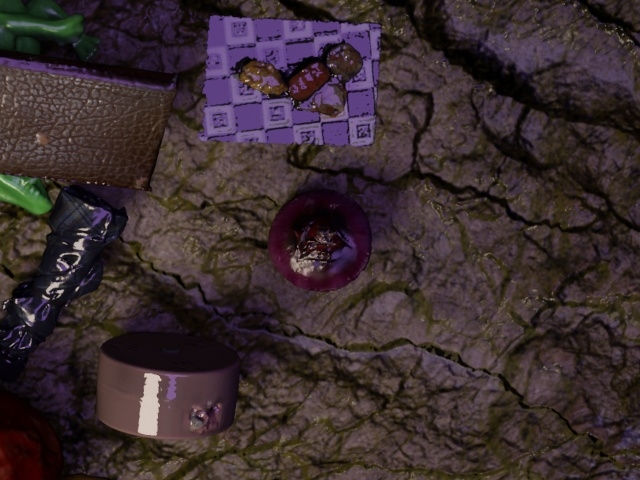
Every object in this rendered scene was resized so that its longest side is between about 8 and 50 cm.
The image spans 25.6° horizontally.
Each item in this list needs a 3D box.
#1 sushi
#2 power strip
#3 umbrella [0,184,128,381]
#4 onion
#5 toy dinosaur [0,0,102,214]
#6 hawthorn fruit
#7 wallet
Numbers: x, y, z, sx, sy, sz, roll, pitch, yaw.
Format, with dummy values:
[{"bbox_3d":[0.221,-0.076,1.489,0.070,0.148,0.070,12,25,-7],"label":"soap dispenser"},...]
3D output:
[{"bbox_3d":[-0.030,-0.169,1.523,0.201,0.031,0.139,0,102,-14],"label":"sushi"},{"bbox_3d":[-0.160,0.152,1.492,0.154,0.154,0.078,4,101,-15],"label":"power strip"},{"bbox_3d":[-0.281,0.050,1.490,0.080,0.071,0.224,31,99,4],"label":"umbrella"},{"bbox_3d":[0.000,0.000,1.529,0.115,0.104,0.115,0,87,-5],"label":"onion"},{"bbox_3d":[-0.443,-0.272,1.381,0.500,0.144,0.374,21,109,-6],"label":"toy dinosaur"},{"bbox_3d":[-0.350,0.250,1.450,0.266,0.210,0.230,-3,89,-27],"label":"hawthorn fruit"},{"bbox_3d":[-0.270,-0.121,1.374,0.243,0.039,0.133,5,120,-20],"label":"wallet"}]
